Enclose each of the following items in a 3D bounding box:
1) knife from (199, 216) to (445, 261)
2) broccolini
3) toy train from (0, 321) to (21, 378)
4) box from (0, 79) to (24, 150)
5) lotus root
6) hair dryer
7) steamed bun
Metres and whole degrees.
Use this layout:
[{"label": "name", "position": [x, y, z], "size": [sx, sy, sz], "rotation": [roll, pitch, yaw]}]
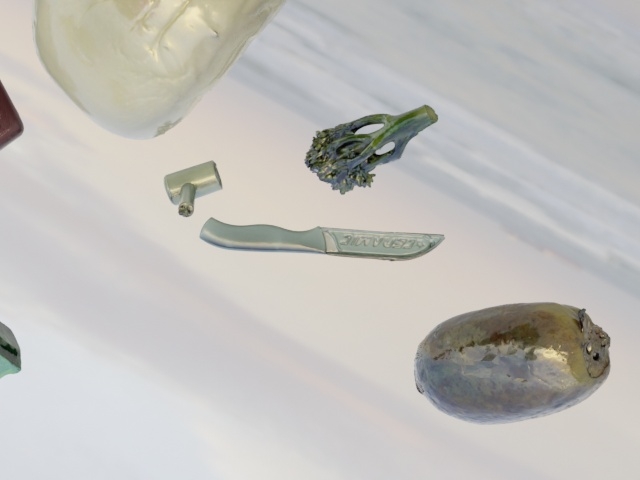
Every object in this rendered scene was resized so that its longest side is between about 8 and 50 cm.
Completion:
[{"label": "knife", "position": [0.000, 0.000, 1.147], "size": [0.210, 0.028, 0.015], "rotation": [4, 168, 8]}, {"label": "broccolini", "position": [0.052, -0.110, 1.556], "size": [0.091, 0.068, 0.202], "rotation": [58, 147, -2]}, {"label": "toy train", "position": [-0.401, 0.098, 1.337], "size": [0.083, 0.132, 0.200], "rotation": [62, -175, 32]}, {"label": "box", "position": [-0.476, -0.184, 1.509], "size": [0.193, 0.167, 0.294], "rotation": [5, 127, 50]}, {"label": "lotus root", "position": [0.247, 0.166, 1.814], "size": [0.275, 0.160, 0.152], "rotation": [-15, 177, 39]}, {"label": "hair dryer", "position": [-0.144, -0.052, 1.522], "size": [0.124, 0.063, 0.038], "rotation": [-98, -12, -69]}, {"label": "steamed bun", "position": [-0.171, -0.271, 1.402], "size": [0.233, 0.312, 0.334], "rotation": [42, 170, -10]}]
